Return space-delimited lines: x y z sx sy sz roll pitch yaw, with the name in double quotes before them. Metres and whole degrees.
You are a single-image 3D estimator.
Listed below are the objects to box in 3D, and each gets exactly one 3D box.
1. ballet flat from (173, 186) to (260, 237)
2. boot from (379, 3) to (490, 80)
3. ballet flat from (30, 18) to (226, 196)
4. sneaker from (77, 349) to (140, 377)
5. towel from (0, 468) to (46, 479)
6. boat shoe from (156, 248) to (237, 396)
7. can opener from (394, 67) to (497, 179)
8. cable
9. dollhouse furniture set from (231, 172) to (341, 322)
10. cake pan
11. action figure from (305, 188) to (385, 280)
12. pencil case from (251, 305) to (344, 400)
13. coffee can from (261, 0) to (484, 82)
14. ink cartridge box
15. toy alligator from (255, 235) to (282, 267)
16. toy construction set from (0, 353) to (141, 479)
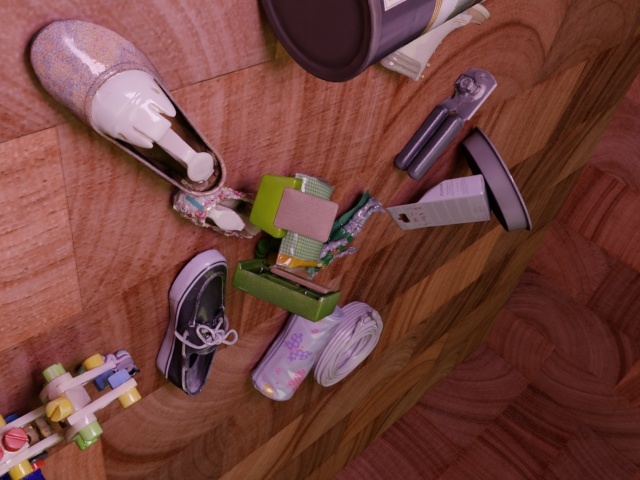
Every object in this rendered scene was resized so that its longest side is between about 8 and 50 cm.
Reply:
"ballet flat" -0.140 -0.037 0.999 0.091 0.077 0.241 -57 154 12
"boot" 0.201 -0.363 1.106 0.213 0.077 0.165 -7 131 -48
"ballet flat" -0.197 -0.139 0.738 0.107 0.106 0.316 -50 154 0
"sneaker" -0.341 0.219 1.029 0.098 0.069 0.038 -15 137 -50
"towel" -0.556 0.512 1.072 0.228 0.076 0.308 -33 150 -32
"boat shoe" -0.212 0.157 1.110 0.113 0.105 0.306 -14 137 -50
"can opener" 0.283 -0.253 1.383 0.283 0.076 0.095 -52 153 6
"cable" 0.067 0.289 1.749 0.257 0.089 0.257 -48 155 -3
"dollhouse furniture set" 0.000 0.000 1.065 0.301 0.152 0.197 -7 115 -72
"cake pan" 0.433 -0.144 1.563 0.054 0.293 0.293 -28 156 10
"action figure" 0.043 -0.001 1.361 0.232 0.063 0.137 -46 157 0
"pencil case" -0.056 0.246 1.468 0.124 0.113 0.273 9 118 -49
"coffee can" 0.087 -0.351 0.797 0.275 0.202 0.201 -36 151 -27
"ink cartridge box" 0.295 -0.089 1.548 0.189 0.233 0.066 41 49 -64
"toy alligator" -0.098 0.045 1.211 0.052 0.056 0.189 0 143 -3
"toy construction set" -0.432 0.270 0.861 0.328 0.151 0.215 -6 156 -45
